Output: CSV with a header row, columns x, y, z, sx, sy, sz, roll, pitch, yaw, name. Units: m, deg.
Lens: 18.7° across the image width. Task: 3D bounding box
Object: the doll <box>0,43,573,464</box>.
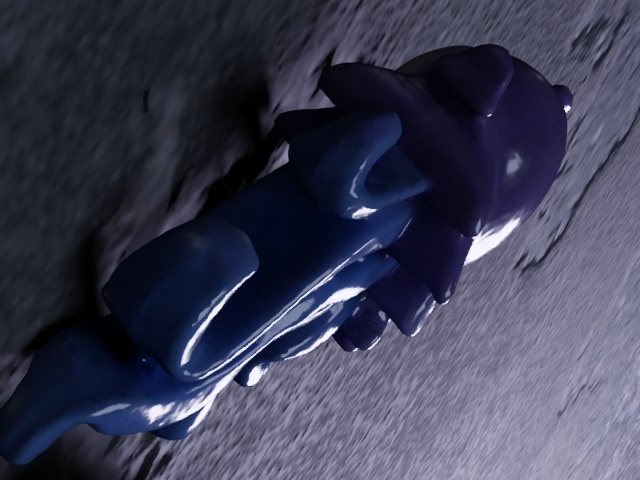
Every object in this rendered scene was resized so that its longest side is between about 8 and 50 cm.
x,y,z,sx,sy,sz,roll,pitch,yaw,name
0.000,0.000,0.495,0.206,0.067,0.110,-30,163,-39,doll
